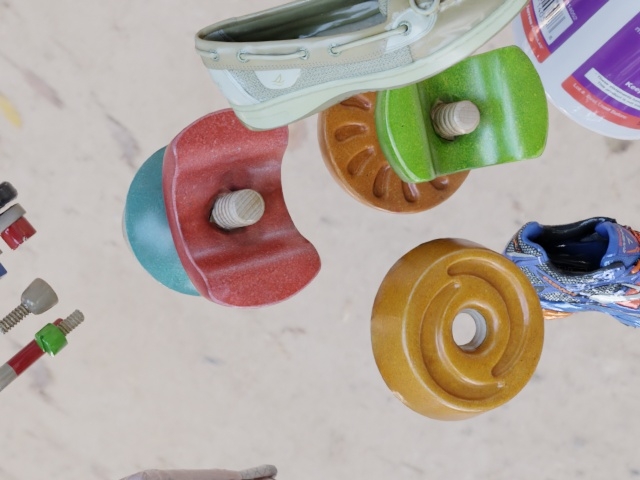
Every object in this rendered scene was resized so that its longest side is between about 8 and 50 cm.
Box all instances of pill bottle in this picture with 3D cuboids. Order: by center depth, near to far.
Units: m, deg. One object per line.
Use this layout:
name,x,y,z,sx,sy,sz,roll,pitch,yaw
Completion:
pill bottle,0.295,-0.223,1.061,0.181,0.181,0.323,35,144,-8

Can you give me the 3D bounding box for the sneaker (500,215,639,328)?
sneaker,0.256,0.023,1.196,0.221,0.083,0.087,-2,145,-4

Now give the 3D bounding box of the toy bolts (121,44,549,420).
toy bolts,0.000,0.000,0.805,0.158,0.228,0.218,174,88,-66

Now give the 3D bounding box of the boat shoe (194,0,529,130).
boat shoe,0.018,-0.094,0.596,0.153,0.056,0.048,-17,126,29

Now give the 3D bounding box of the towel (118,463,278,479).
towel,-0.244,0.350,1.668,0.332,0.053,0.317,-32,159,22

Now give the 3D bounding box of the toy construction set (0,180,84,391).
toy construction set,-0.441,0.064,1.604,0.257,0.237,0.309,9,135,51
